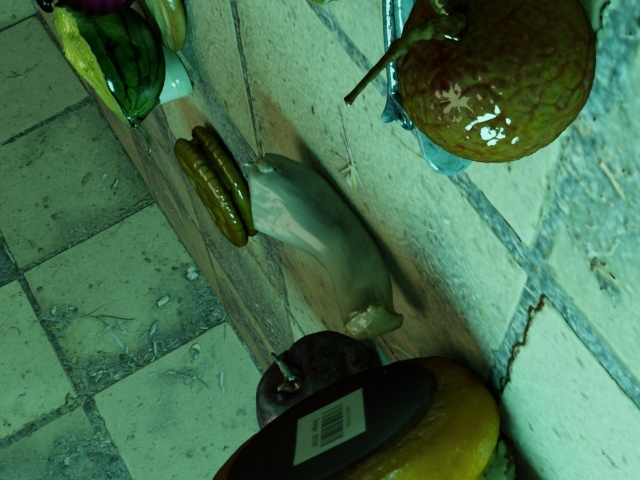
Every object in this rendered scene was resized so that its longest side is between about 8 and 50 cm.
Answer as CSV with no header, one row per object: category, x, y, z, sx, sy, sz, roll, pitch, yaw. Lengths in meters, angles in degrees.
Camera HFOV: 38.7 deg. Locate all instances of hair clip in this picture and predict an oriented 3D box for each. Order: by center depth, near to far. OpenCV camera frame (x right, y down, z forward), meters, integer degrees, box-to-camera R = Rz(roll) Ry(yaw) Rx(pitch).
hair clip,0.059,-0.160,0.558,0.083,0.048,0.275,56,166,39

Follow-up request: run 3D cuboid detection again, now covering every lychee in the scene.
lychee,0.085,-0.089,0.455,0.101,0.114,0.140,10,169,15

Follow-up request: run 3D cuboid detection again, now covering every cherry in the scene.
cherry,0.009,0.222,1.276,0.195,0.195,0.195,56,166,21

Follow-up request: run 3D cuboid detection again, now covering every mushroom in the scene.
mushroom,0.001,-0.002,1.016,0.278,0.096,0.099,49,164,29

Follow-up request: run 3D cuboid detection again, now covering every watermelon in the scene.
watermelon,-0.301,-0.275,1.364,0.232,0.127,0.204,48,164,24

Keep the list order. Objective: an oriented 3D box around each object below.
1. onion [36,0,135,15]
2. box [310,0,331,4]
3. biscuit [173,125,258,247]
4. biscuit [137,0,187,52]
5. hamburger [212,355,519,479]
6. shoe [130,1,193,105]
onion,-0.309,-0.399,1.091,0.281,0.221,0.281,45,174,6
box,-0.005,-0.228,0.670,0.105,0.037,0.105,56,166,22
biscuit,-0.174,-0.091,1.564,0.220,0.066,0.220,55,169,16
biscuit,-0.243,-0.364,1.304,0.203,0.041,0.260,54,167,11
hamburger,0.062,0.285,0.913,0.250,0.330,0.330,61,167,-8
shoe,-0.317,-0.314,1.535,0.265,0.110,0.095,48,163,37
